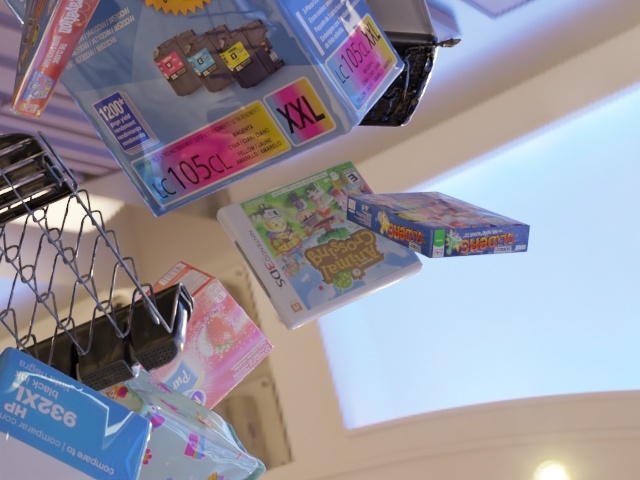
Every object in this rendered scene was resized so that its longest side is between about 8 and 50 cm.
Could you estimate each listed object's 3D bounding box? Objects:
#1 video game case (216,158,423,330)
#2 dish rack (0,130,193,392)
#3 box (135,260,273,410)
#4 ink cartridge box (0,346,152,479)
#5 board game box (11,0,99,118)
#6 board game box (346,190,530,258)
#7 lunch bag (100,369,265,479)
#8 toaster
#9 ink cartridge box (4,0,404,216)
[{"bbox_3d":[0.000,0.000,1.528,0.193,0.212,0.023,56,-28,22],"label":"video game case"},{"bbox_3d":[-0.242,0.029,0.903,0.208,0.271,0.074,-23,-143,6],"label":"dish rack"},{"bbox_3d":[-0.234,0.185,1.574,0.300,0.142,0.154,-44,-157,-14],"label":"box"},{"bbox_3d":[-0.251,0.261,0.767,0.223,0.129,0.307,-38,-151,35],"label":"ink cartridge box"},{"bbox_3d":[-0.183,-0.201,0.834,0.281,0.027,0.145,150,-53,-64],"label":"board game box"},{"bbox_3d":[0.137,-0.022,1.383,0.201,0.136,0.035,28,-62,60],"label":"board game box"},{"bbox_3d":[-0.236,0.305,1.384,0.262,0.223,0.160,-52,-143,2],"label":"lunch bag"},{"bbox_3d":[0.056,-0.230,1.441,0.168,0.185,0.110,108,-22,-52],"label":"toaster"},{"bbox_3d":[-0.146,-0.252,1.094,0.270,0.151,0.395,-22,-71,34],"label":"ink cartridge box"}]
